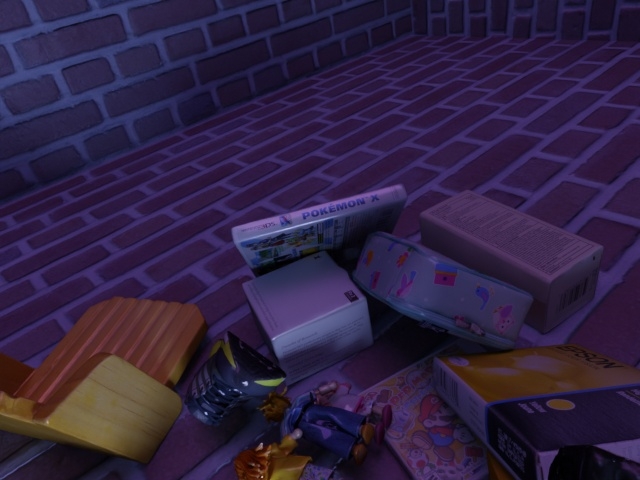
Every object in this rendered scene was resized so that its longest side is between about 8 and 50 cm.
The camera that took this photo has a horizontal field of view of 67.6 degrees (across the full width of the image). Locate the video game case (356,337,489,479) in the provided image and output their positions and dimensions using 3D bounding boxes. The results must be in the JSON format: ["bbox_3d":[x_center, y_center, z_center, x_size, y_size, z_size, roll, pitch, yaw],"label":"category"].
[{"bbox_3d":[0.200,0.254,0.713,0.226,0.026,0.206,-24,34,-17],"label":"video game case"}]

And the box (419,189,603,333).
[{"bbox_3d":[0.348,0.024,0.924,0.147,0.121,0.311,-25,35,-20],"label":"box"}]

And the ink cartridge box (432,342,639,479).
[{"bbox_3d":[0.328,0.190,0.568,0.306,0.072,0.303,-7,1,-4],"label":"ink cartridge box"}]

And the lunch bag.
[{"bbox_3d":[0.189,0.080,0.777,0.223,0.108,0.279,24,2,-17],"label":"lunch bag"}]

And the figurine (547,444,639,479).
[{"bbox_3d":[0.232,0.266,0.275,0.214,0.092,0.210,13,55,26],"label":"figurine"}]

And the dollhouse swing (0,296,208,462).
[{"bbox_3d":[-0.417,0.173,0.815,0.346,0.315,0.305,2,56,22],"label":"dollhouse swing"}]

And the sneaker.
[{"bbox_3d":[-0.137,0.219,0.715,0.111,0.300,0.121,36,67,-3],"label":"sneaker"}]

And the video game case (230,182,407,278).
[{"bbox_3d":[0.000,0.000,0.940,0.299,0.329,0.036,-15,74,-4],"label":"video game case"}]

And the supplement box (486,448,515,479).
[{"bbox_3d":[0.279,0.296,0.453,0.193,0.129,0.191,-6,-2,9],"label":"supplement box"}]

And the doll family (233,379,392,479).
[{"bbox_3d":[-0.022,0.275,0.649,0.163,0.119,0.263,6,42,31],"label":"doll family"}]

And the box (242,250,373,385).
[{"bbox_3d":[-0.025,0.134,0.881,0.181,0.119,0.181,-21,34,-14],"label":"box"}]
